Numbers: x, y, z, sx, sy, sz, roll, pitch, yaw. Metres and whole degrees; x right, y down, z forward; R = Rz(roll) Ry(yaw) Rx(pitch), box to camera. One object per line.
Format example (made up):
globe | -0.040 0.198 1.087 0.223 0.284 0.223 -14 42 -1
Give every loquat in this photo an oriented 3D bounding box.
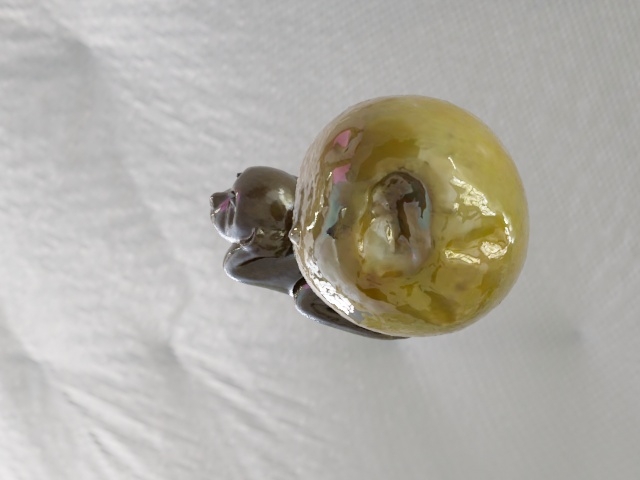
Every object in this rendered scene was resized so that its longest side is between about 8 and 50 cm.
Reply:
loquat | 0.084 -0.023 1.550 0.244 0.244 0.244 11 -43 10

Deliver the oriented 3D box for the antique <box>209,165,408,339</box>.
antique | 0.000 0.000 1.804 0.257 0.121 0.143 24 -48 22
